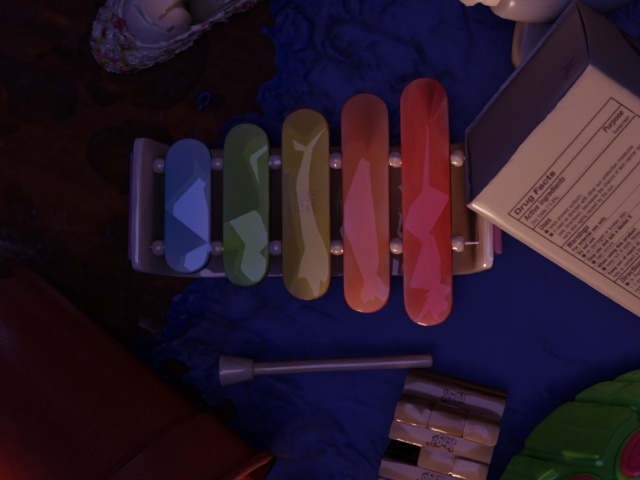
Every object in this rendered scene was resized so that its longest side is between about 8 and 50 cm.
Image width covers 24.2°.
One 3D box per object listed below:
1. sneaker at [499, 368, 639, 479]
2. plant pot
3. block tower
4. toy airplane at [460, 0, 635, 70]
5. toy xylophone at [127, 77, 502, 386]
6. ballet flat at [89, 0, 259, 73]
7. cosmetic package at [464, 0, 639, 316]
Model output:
[{"bbox_3d":[0.214,0.304,1.238,0.185,0.202,0.483,34,82,36],"label":"sneaker"},{"bbox_3d":[-0.225,0.181,1.239,0.265,0.272,0.272,44,98,10],"label":"plant pot"},{"bbox_3d":[0.071,0.283,1.282,0.097,0.091,0.335,15,95,7],"label":"block tower"},{"bbox_3d":[0.214,-0.351,1.127,0.384,0.272,0.386,-31,107,19],"label":"toy airplane"},{"bbox_3d":[0.000,0.000,1.262,0.322,0.081,0.236,-9,83,7],"label":"toy xylophone"},{"bbox_3d":[-0.102,-0.223,1.277,0.241,0.077,0.091,-31,90,9],"label":"ballet flat"},{"bbox_3d":[0.271,-0.032,1.156,0.296,0.129,0.153,33,118,-16],"label":"cosmetic package"}]
